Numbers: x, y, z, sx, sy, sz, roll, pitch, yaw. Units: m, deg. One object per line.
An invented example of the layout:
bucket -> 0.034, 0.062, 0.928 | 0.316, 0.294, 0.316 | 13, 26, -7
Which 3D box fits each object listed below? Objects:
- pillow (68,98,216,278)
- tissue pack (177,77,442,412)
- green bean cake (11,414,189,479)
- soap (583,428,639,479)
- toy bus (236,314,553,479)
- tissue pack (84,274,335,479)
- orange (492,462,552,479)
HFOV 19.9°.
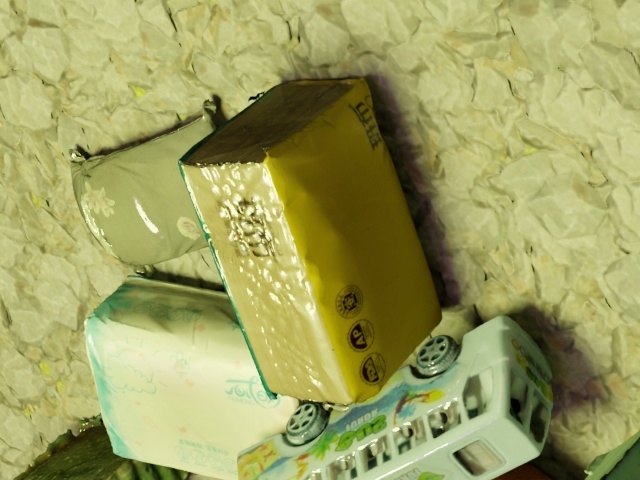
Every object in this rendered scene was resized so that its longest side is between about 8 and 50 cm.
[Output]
pillow -> -0.168, -0.045, 1.930 | 0.255, 0.059, 0.169 | -17, 104, 42
tissue pack -> 0.000, 0.000, 1.747 | 0.134, 0.192, 0.270 | -3, 117, 38
green bean cake -> -0.257, 0.285, 2.124 | 0.173, 0.181, 0.094 | -9, 114, 36
soap -> 0.305, 0.252, 1.668 | 0.145, 0.230, 0.091 | 40, 134, 6
toy bus -> 0.073, 0.203, 1.793 | 0.330, 0.136, 0.109 | -30, 123, 20
tissue pack -> -0.109, 0.159, 1.972 | 0.271, 0.124, 0.201 | 8, 128, 27
orange -> 0.172, 0.310, 1.832 | 0.206, 0.206, 0.206 | 18, 127, 25
